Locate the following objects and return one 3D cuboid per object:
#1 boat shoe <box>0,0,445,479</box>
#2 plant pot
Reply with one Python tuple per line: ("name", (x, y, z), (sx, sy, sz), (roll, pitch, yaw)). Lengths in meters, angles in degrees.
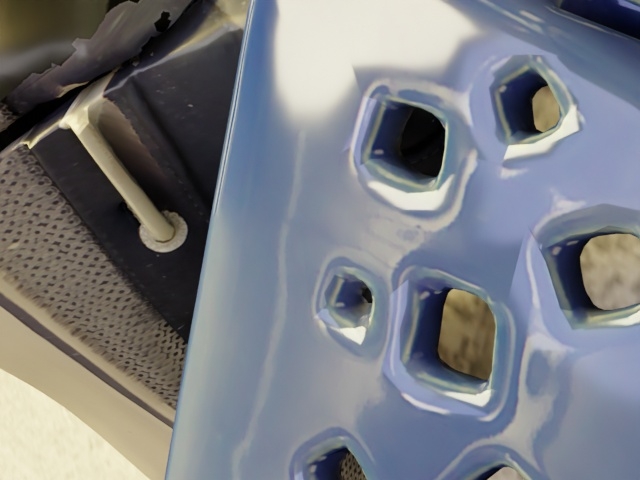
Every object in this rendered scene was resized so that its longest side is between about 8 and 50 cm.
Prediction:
("boat shoe", (0.000, 0.000, 0.567), (0.158, 0.340, 0.127), (-21, 62, 20))
("plant pot", (0.119, 0.054, 0.434), (0.212, 0.236, 0.236), (27, 114, 41))
